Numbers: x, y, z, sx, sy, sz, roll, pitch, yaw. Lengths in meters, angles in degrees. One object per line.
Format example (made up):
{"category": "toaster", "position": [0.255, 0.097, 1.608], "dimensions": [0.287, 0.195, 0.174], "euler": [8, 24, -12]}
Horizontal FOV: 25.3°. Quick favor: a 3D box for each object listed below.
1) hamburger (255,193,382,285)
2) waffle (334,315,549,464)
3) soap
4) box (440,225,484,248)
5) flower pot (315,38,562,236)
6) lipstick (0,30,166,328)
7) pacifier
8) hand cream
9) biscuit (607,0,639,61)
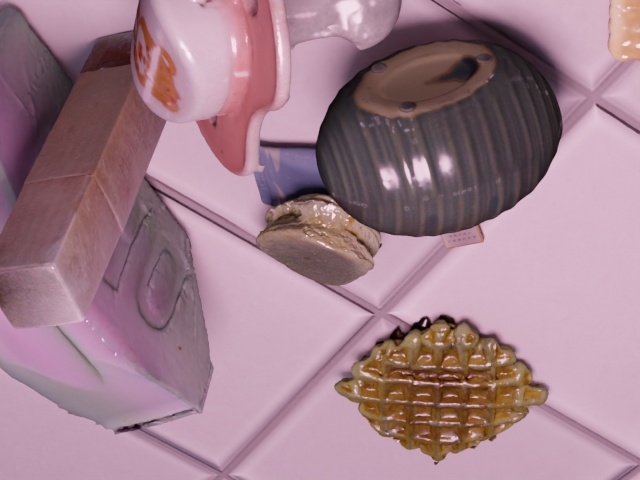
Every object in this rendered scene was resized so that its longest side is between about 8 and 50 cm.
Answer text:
{"category": "hamburger", "position": [0.000, 0.000, 1.576], "dimensions": [0.133, 0.062, 0.140], "euler": [25, 160, -18]}
{"category": "waffle", "position": [0.148, 0.183, 1.732], "dimensions": [0.208, 0.054, 0.214], "euler": [41, 121, -18]}
{"category": "soap", "position": [-0.285, 0.005, 1.537], "dimensions": [0.156, 0.261, 0.446], "euler": [-20, 123, 23]}
{"category": "box", "position": [0.148, -0.027, 1.577], "dimensions": [0.046, 0.012, 0.083], "euler": [-10, 128, 21]}
{"category": "flower pot", "position": [0.115, -0.102, 1.392], "dimensions": [0.243, 0.189, 0.157], "euler": [-20, 135, -5]}
{"category": "lipstick", "position": [-0.222, -0.071, 1.381], "dimensions": [0.080, 0.371, 0.076], "euler": [-6, 129, 18]}
{"category": "pacifier", "position": [-0.070, -0.203, 1.337], "dimensions": [0.273, 0.220, 0.332], "euler": [19, 155, -5]}
{"category": "hand cream", "position": [0.054, -0.065, 1.542], "dimensions": [0.271, 0.058, 0.091], "euler": [3, 137, 18]}
{"category": "biscuit", "position": [0.396, -0.235, 1.328], "dimensions": [0.250, 0.030, 0.160], "euler": [2, 130, 11]}
